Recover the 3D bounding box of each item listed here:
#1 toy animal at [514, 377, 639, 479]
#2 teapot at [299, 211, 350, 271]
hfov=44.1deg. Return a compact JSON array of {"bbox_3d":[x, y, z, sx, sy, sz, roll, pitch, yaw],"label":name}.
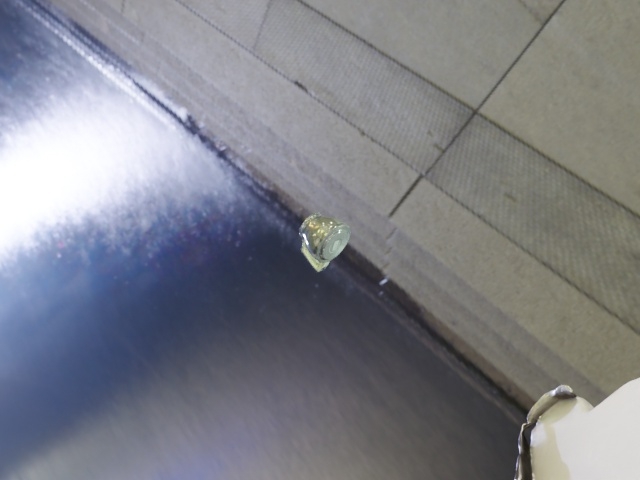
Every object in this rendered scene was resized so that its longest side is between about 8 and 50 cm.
[{"bbox_3d":[0.313,0.216,0.510,0.357,0.257,0.194,38,134,-8],"label":"toy animal"},{"bbox_3d":[0.000,0.000,1.128,0.057,0.066,0.087,42,130,29],"label":"teapot"}]
